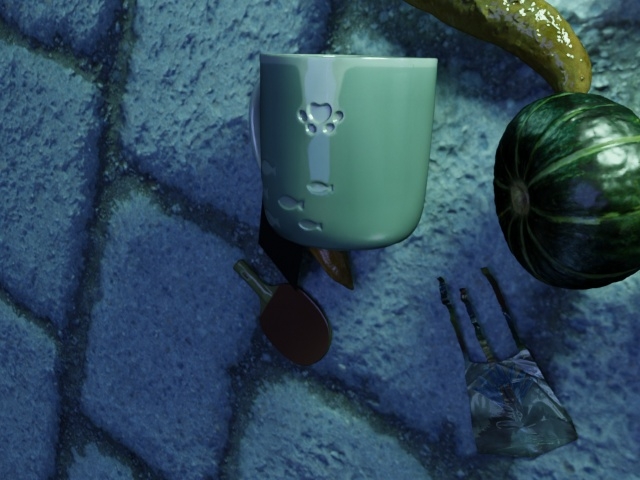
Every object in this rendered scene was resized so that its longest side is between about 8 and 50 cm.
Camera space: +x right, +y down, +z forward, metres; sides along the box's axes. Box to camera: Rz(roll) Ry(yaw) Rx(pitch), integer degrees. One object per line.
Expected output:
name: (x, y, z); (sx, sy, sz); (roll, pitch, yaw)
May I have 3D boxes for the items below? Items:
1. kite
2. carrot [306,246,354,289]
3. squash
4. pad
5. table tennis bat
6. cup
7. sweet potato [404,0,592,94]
kite: (0.283, 0.191, 1.177); (0.169, 0.015, 0.310); (-15, 93, 37)
carrot: (0.000, 0.000, 1.311); (0.072, 0.072, 0.205); (-34, 86, 35)
squash: (0.323, -0.061, 0.963); (0.252, 0.165, 0.252); (170, 90, -79)
pad: (-0.070, -0.005, 1.326); (0.127, 0.004, 0.190); (51, 153, 25)
table tennis bat: (-0.075, 0.126, 1.417); (0.246, 0.022, 0.138); (46, 121, 17)
cup: (0.003, -0.146, 1.166); (0.357, 0.259, 0.274); (15, 109, 46)
sweet potato: (0.240, -0.316, 1.050); (0.341, 0.092, 0.114); (39, 136, 23)
